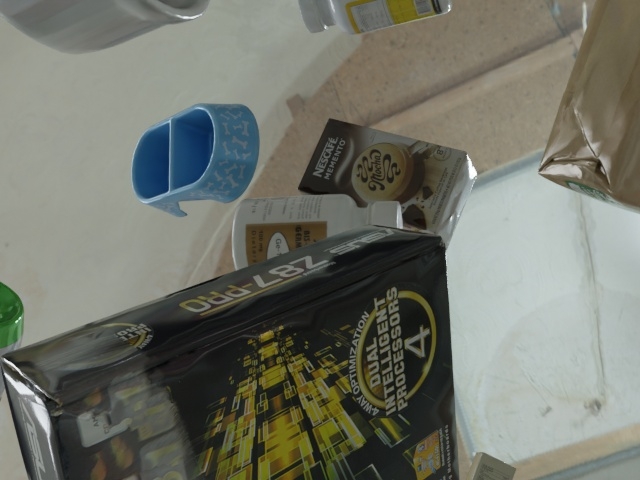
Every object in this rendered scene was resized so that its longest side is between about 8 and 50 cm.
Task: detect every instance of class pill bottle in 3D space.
[{"bbox_3d":[0.000,0.000,1.036,0.229,0.131,0.131,-2,-110,11],"label":"pill bottle"},{"bbox_3d":[0.068,-0.319,0.917,0.184,0.103,0.103,-8,-112,17],"label":"pill bottle"}]

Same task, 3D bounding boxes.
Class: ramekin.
[{"bbox_3d":[-0.235,-0.315,0.689,0.135,0.277,0.277,-19,-116,21],"label":"ramekin"}]

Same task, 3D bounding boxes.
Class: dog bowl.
[{"bbox_3d":[-0.220,-0.136,1.215,0.297,0.074,0.166,-11,-104,46],"label":"dog bowl"}]

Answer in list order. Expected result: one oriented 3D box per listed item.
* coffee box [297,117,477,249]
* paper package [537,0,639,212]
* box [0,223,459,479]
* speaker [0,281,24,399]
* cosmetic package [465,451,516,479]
[{"bbox_3d":[0.129,-0.113,1.419,0.297,0.119,0.168,18,-100,27],"label":"coffee box"},{"bbox_3d":[0.519,-0.177,1.013,0.168,0.324,0.310,33,-72,66],"label":"paper package"},{"bbox_3d":[-0.027,0.215,0.541,0.097,0.318,0.395,14,-65,49],"label":"box"},{"bbox_3d":[-0.417,0.183,0.776,0.131,0.131,0.297,37,-70,30],"label":"speaker"},{"bbox_3d":[0.248,0.388,1.109,0.060,0.041,0.115,27,-107,3],"label":"cosmetic package"}]
